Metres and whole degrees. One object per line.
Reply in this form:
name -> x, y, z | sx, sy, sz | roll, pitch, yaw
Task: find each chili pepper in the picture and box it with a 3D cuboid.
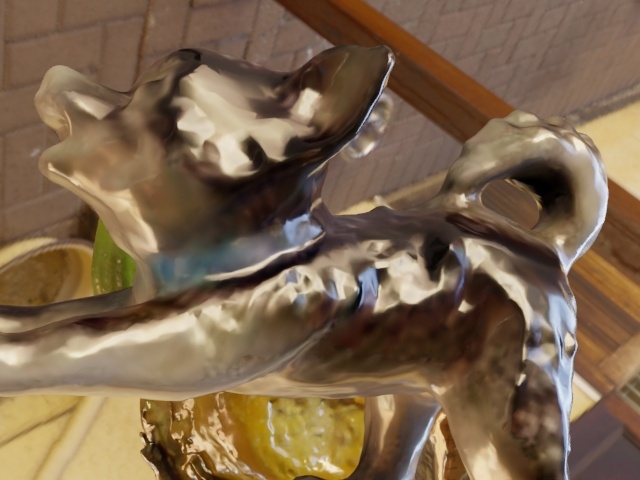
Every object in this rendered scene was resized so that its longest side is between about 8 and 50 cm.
chili pepper -> -0.140, 0.014, 0.595 | 0.050, 0.052, 0.201 | 11, 86, -64

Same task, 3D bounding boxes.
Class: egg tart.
egg tart -> -0.012, 0.132, 0.712 | 0.295, 0.295, 0.116 | -40, -166, -14

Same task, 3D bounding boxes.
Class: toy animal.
toy animal -> 0.000, 0.000, 0.466 | 0.302, 0.344, 0.194 | -61, -165, -13

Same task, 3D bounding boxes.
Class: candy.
candy -> 0.159, 0.248, 1.004 | 0.101, 0.143, 0.271 | -24, 123, -21
